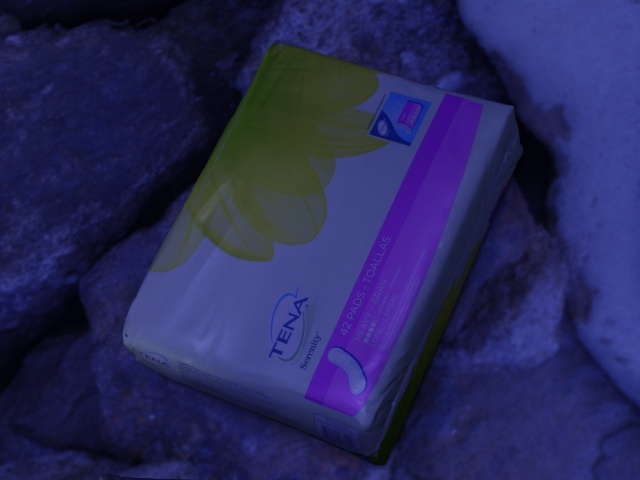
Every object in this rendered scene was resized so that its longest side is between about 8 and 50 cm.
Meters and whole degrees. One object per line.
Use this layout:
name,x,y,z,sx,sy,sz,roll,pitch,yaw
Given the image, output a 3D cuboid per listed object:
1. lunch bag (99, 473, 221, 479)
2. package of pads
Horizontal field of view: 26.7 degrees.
lunch bag,-0.027,0.295,0.823,0.235,0.169,0.287,6,39,-19
package of pads,0.000,0.000,1.080,0.229,0.101,0.296,18,71,21
